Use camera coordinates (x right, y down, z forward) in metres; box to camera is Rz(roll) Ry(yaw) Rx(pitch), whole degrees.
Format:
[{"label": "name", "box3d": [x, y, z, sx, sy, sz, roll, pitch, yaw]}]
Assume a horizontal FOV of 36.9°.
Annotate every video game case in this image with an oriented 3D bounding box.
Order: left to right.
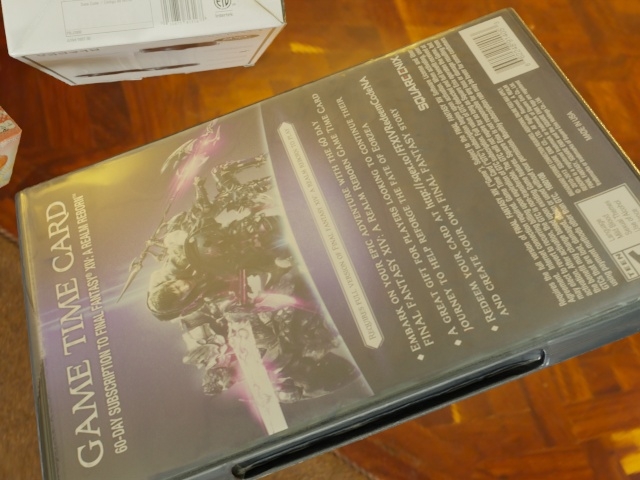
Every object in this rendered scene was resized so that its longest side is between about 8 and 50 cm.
[{"label": "video game case", "box3d": [0.000, 0.000, 0.435, 0.274, 0.026, 0.196, -21, 48, 0]}]

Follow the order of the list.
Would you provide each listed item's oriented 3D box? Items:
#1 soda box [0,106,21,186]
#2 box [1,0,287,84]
[{"label": "soda box", "box3d": [-0.261, -0.029, 0.536, 0.063, 0.058, 0.183, 46, 49, 7]}, {"label": "box", "box3d": [-0.124, -0.172, 0.694, 0.169, 0.290, 0.087, -8, 96, -6]}]
